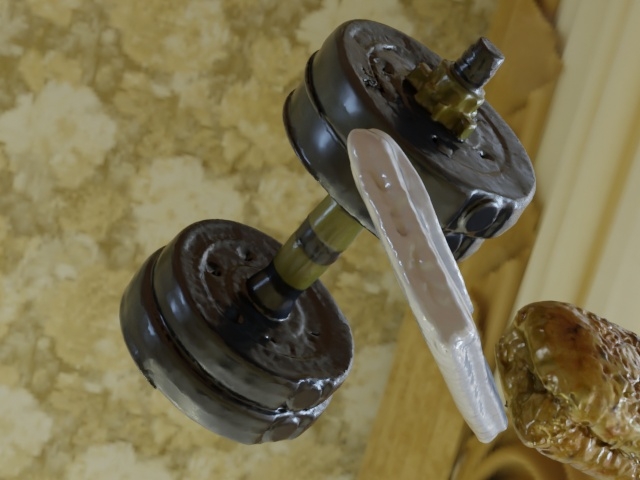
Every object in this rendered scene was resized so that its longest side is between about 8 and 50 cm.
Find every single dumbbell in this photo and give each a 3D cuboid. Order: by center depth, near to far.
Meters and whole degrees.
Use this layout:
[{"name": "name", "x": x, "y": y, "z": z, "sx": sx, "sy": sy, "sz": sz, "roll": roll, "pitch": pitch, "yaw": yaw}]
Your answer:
[{"name": "dumbbell", "x": 0.000, "y": 0.000, "z": 0.888, "sx": 0.185, "sy": 0.388, "sz": 0.185, "roll": 30, "pitch": -149, "yaw": -20}]

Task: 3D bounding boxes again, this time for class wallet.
[{"name": "wallet", "x": 0.056, "y": 0.025, "z": 0.585, "sx": 0.183, "sy": 0.032, "sz": 0.124, "roll": 62, "pitch": -174, "yaw": -64}]

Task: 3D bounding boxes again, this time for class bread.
[{"name": "bread", "x": 0.218, "y": 0.122, "z": 0.863, "sx": 0.211, "sy": 0.083, "sz": 0.114, "roll": 26, "pitch": -144, "yaw": -30}]
